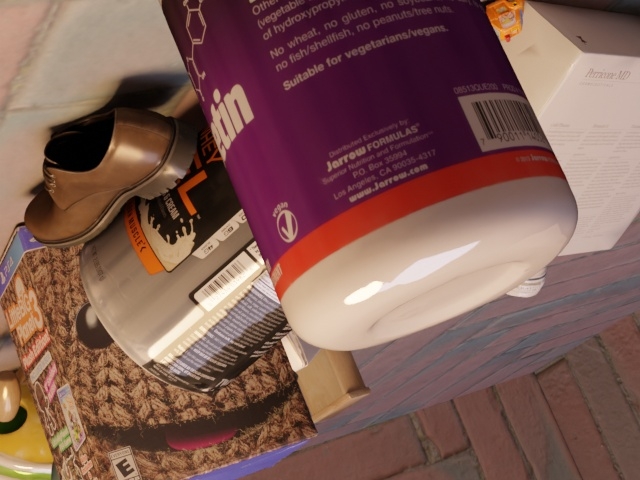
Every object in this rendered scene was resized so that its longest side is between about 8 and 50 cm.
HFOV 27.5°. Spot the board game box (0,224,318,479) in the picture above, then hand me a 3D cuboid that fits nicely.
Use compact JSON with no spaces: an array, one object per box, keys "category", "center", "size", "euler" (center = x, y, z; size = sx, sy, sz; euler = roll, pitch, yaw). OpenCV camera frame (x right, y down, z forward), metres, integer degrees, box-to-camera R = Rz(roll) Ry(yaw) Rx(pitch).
[{"category":"board game box","center":[-0.175,0.118,1.353],"size":[0.232,0.291,0.141],"euler":[-15,164,-30]}]

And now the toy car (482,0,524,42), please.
[{"category":"toy car","center":[0.174,-0.218,1.189],"size":[0.060,0.040,0.122],"euler":[-19,165,-12]}]

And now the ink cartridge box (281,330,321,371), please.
[{"category":"ink cartridge box","center":[-0.077,0.142,1.845],"size":[0.158,0.092,0.218],"euler":[-27,-178,16]}]

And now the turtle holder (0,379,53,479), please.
[{"category":"turtle holder","center":[-0.385,0.293,1.764],"size":[0.227,0.243,0.320],"euler":[20,149,-40]}]

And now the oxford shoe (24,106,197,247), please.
[{"category":"oxford shoe","center":[-0.209,-0.062,1.142],"size":[0.096,0.083,0.227],"euler":[22,144,-33]}]

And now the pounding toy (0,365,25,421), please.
[{"category":"pounding toy","center":[-0.286,0.109,1.594],"size":[0.269,0.155,0.154],"euler":[-24,139,-33]}]

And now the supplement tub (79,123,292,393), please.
[{"category":"supplement tub","center":[-0.049,-0.023,1.183],"size":[0.316,0.193,0.193],"euler":[-41,160,16]}]

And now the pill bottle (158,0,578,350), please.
[{"category":"pill bottle","center":[0.013,-0.108,0.789],"size":[0.181,0.323,0.181],"euler":[-21,164,-6]}]

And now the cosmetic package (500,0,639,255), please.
[{"category":"cosmetic package","center":[0.279,-0.111,1.436],"size":[0.377,0.097,0.284],"euler":[-5,137,-48]}]

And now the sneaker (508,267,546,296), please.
[{"category":"sneaker","center":[0.247,-0.030,1.667],"size":[0.094,0.258,0.091],"euler":[7,119,-12]}]

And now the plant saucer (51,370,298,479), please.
[{"category":"plant saucer","center":[-0.181,0.205,1.570],"size":[0.318,0.043,0.317],"euler":[-21,-175,2]}]

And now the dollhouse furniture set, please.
[{"category":"dollhouse furniture set","center":[0.110,0.176,2.191],"size":[0.355,0.174,0.303],"euler":[-10,161,-39]}]
